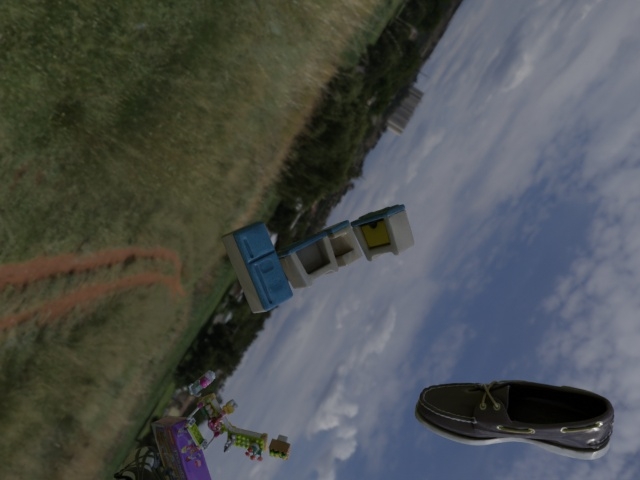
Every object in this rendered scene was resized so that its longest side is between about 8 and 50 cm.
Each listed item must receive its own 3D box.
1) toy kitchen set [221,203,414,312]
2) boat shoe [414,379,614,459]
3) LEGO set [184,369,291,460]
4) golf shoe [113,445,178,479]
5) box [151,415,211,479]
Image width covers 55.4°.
[{"bbox_3d":[0.000,0.000,0.871,0.207,0.122,0.166,-27,-173,-38],"label":"toy kitchen set"},{"bbox_3d":[0.322,0.287,1.038,0.117,0.324,0.097,-62,150,-48],"label":"boat shoe"},{"bbox_3d":[-0.210,0.444,1.407,0.132,0.287,0.107,-49,177,22],"label":"LEGO set"},{"bbox_3d":[-0.303,0.384,0.987,0.198,0.093,0.077,-8,-100,57],"label":"golf shoe"},{"bbox_3d":[-0.319,0.575,1.470,0.057,0.294,0.201,-16,175,-31],"label":"box"}]
